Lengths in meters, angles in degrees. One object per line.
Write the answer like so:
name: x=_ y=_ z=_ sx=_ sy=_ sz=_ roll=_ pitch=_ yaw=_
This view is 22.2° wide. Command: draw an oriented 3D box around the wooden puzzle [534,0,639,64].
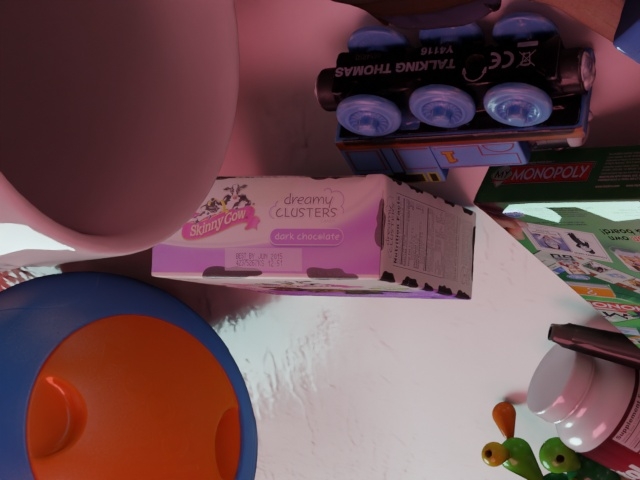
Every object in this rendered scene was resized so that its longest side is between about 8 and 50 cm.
wooden puzzle: x=0.324 y=-0.132 z=0.878 sx=0.347 sy=0.080 sz=0.322 roll=26 pitch=144 yaw=-13

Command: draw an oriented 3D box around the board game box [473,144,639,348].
board game box: x=0.278 y=0.014 z=1.041 sx=0.213 sy=0.046 sz=0.317 roll=38 pitch=158 yaw=-32

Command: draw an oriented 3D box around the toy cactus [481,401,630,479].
toy cactus: x=0.224 y=0.208 z=1.398 sx=0.180 sy=0.112 sz=0.219 roll=-5 pitch=141 yaw=-1

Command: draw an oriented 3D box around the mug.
mug: x=-0.234 y=-0.108 z=1.018 sx=0.328 sy=0.276 sz=0.374 roll=-6 pitch=171 yaw=31

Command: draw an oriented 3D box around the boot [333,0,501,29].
boot: x=0.090 y=-0.184 z=0.934 sx=0.219 sy=0.082 sz=0.106 roll=-14 pitch=157 yaw=31

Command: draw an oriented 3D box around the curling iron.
curling iron: x=0.308 y=0.094 z=1.235 sx=0.274 sy=0.035 sz=0.068 roll=13 pitch=148 yaw=4

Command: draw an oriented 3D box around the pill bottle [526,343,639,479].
pill bottle: x=0.242 y=0.140 z=1.284 sx=0.152 sy=0.086 sz=0.086 roll=29 pitch=144 yaw=-15

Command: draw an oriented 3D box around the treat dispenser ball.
treat dispenser ball: x=-0.196 y=0.169 z=1.331 sx=0.288 sy=0.288 sz=0.288 roll=11 pitch=145 yaw=8

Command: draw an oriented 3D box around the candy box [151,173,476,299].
candy box: x=0.000 y=0.000 z=1.127 sx=0.164 sy=0.070 sz=0.196 roll=1 pitch=175 yaw=23

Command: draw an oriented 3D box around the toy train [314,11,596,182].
toy train: x=0.090 y=-0.089 z=1.044 sx=0.184 sy=0.080 sz=0.105 roll=-3 pitch=150 yaw=22
